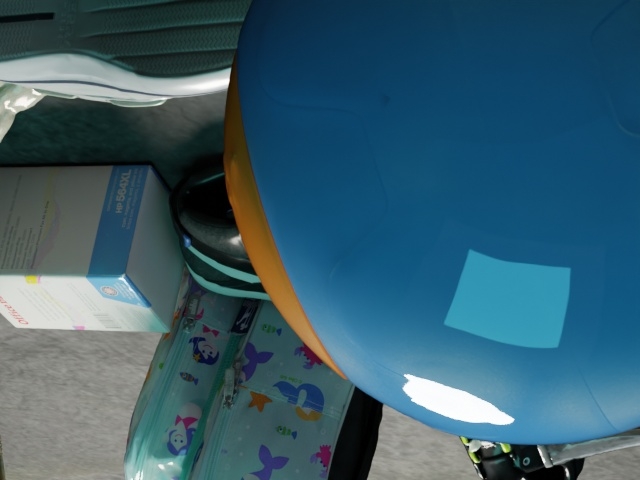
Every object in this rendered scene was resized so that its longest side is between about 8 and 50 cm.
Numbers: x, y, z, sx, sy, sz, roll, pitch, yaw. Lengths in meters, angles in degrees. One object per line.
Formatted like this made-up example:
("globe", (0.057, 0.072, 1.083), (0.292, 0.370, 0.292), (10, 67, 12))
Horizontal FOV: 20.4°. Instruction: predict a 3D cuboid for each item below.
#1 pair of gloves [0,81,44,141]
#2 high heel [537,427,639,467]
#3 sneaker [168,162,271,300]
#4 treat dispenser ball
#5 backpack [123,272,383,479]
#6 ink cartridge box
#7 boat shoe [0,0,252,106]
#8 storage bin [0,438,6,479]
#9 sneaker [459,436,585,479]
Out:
("pair of gloves", (-0.314, -0.082, 1.097), (0.240, 0.042, 0.204), (25, 125, -32))
("high heel", (0.230, 0.070, 1.293), (0.186, 0.093, 0.261), (-15, 141, 8))
("sneaker", (0.000, 0.000, 1.197), (0.217, 0.079, 0.121), (4, 155, 13))
("treat dispenser ball", (0.099, -0.050, 0.825), (0.288, 0.288, 0.288), (7, 154, 4))
("backpack", (-0.046, 0.150, 1.319), (0.191, 0.253, 0.225), (10, 155, -2))
("ink cartridge box", (-0.178, 0.006, 1.256), (0.143, 0.090, 0.092), (1, 153, 18))
("boat shoe", (-0.103, -0.118, 1.013), (0.226, 0.083, 0.076), (8, 168, 30))
("storage bin", (-0.364, 0.088, 1.217), (0.260, 0.262, 0.123), (3, 159, -44))
("sneaker", (0.149, 0.148, 1.428), (0.084, 0.097, 0.234), (-15, 145, 40))
